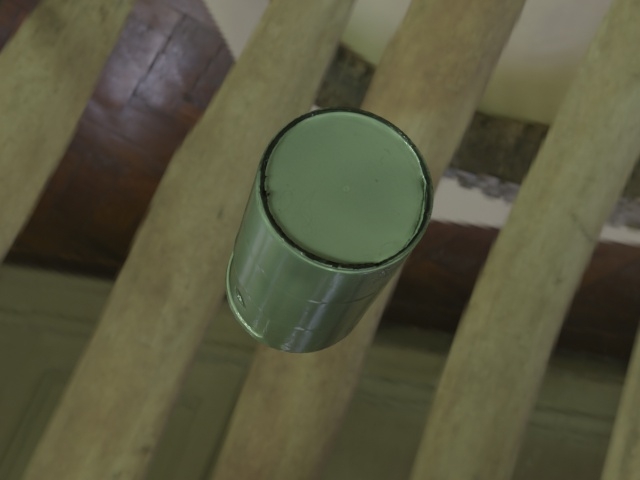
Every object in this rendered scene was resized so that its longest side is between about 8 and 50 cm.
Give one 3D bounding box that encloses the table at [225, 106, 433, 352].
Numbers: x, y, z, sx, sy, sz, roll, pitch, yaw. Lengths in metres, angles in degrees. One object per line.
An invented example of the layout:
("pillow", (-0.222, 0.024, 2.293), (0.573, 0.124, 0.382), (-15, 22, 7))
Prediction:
("table", (0.000, 0.000, 0.960), (0.126, 0.126, 0.220), (22, 157, -1))
